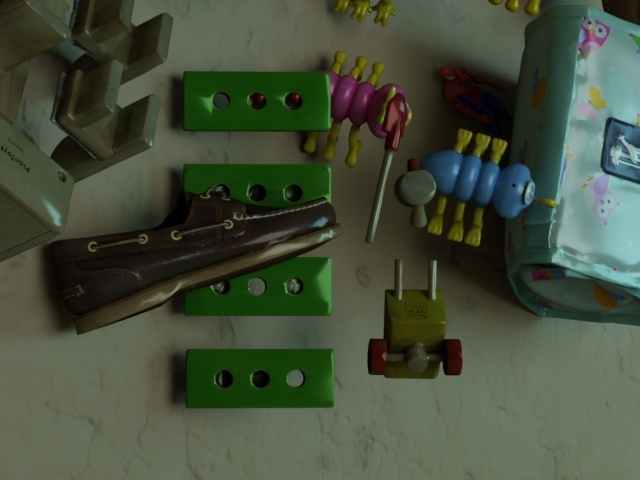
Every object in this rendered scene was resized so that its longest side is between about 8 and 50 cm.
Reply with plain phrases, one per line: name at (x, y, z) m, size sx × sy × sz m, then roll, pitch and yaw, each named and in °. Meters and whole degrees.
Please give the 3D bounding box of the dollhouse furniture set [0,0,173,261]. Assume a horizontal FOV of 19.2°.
dollhouse furniture set at (-0.233, -0.097, 1.193) m, size 0.212 × 0.161 × 0.242 m, roll 42°, pitch 39°, yaw -36°

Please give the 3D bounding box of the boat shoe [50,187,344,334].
boat shoe at (-0.085, 0.000, 1.317) m, size 0.207 × 0.073 × 0.073 m, roll -18°, pitch 87°, yaw -22°

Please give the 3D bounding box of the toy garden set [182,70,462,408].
toy garden set at (0.000, 0.000, 1.400) m, size 0.204 × 0.049 × 0.244 m, roll 0°, pitch 88°, yaw -6°

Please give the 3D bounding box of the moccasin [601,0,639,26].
moccasin at (0.216, -0.349, 1.632) m, size 0.139 × 0.147 × 0.380 m, roll -44°, pitch 116°, yaw -53°

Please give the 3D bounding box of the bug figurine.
bug figurine at (0.096, -0.146, 1.450) m, size 0.072 × 0.216 × 0.279 m, roll 62°, pitch 41°, yaw -79°

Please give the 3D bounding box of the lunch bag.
lunch bag at (0.230, -0.055, 1.563) m, size 0.262 × 0.160 × 0.223 m, roll 35°, pitch 63°, yaw -66°

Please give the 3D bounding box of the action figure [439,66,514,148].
action figure at (0.138, -0.118, 1.614) m, size 0.115 × 0.030 × 0.038 m, roll 32°, pitch 72°, yaw -38°
